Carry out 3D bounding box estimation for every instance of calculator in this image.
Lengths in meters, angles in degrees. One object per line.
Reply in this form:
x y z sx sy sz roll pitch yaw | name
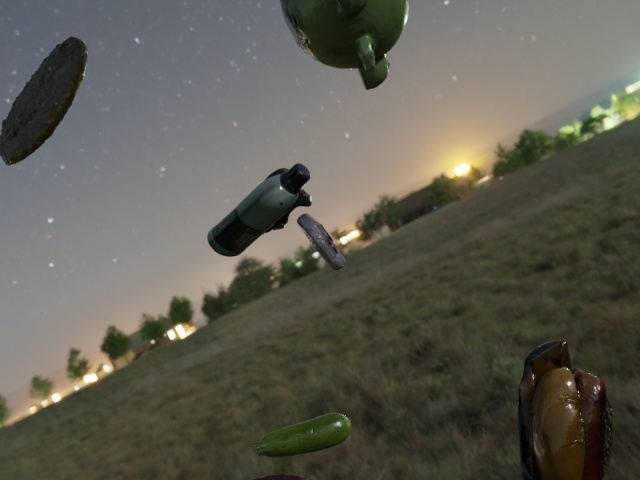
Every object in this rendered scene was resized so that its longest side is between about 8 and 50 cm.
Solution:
0.000 0.000 1.323 0.032 0.100 0.175 -36 13 -2 | calculator

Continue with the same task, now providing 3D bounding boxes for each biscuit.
-0.407 -0.204 1.059 0.220 0.219 0.033 -29 -44 30 | biscuit

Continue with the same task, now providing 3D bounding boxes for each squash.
-0.034 0.394 1.452 0.201 0.066 0.066 -12 -4 -11 | squash

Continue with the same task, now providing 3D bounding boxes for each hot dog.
0.427 0.337 1.194 0.194 0.326 0.107 -13 2 -38 | hot dog

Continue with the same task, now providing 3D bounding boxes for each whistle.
-0.001 -0.254 0.626 0.106 0.288 0.131 -22 -28 5 | whistle

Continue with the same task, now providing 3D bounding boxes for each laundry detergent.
-0.103 -0.059 1.300 0.226 0.070 0.099 -41 -20 27 | laundry detergent

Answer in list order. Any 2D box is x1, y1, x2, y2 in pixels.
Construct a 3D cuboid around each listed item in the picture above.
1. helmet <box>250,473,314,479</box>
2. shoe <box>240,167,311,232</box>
-0.105 0.482 0.865 0.385 0.337 0.230 -42 -24 17 | helmet
-0.116 -0.061 1.653 0.227 0.112 0.099 -44 35 23 | shoe
